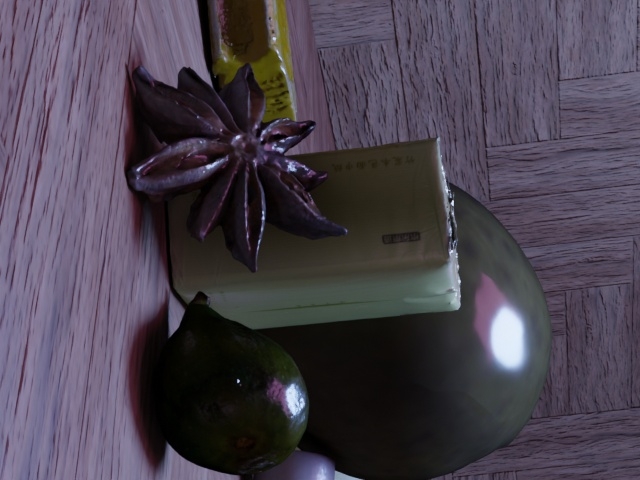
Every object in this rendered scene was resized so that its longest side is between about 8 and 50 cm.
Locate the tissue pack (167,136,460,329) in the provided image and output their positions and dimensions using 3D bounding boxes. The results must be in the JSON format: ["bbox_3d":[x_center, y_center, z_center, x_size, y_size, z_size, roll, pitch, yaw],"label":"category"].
[{"bbox_3d":[0.000,0.000,1.209,0.159,0.234,0.125,67,18,-72],"label":"tissue pack"}]

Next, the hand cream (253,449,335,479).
[{"bbox_3d":[-0.033,0.329,1.363,0.133,0.083,0.248,48,40,-61],"label":"hand cream"}]

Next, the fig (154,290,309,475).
[{"bbox_3d":[-0.077,0.101,1.063,0.177,0.117,0.117,-130,-153,-58],"label":"fig"}]

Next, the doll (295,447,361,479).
[{"bbox_3d":[0.011,0.285,1.767,0.149,0.175,0.278,12,-56,56],"label":"doll"}]

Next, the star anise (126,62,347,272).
[{"bbox_3d":[-0.071,-0.054,1.091,0.065,0.195,0.182,-44,-116,41],"label":"star anise"}]

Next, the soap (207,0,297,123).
[{"bbox_3d":[-0.078,-0.244,1.521,0.160,0.080,0.257,-28,111,-84],"label":"soap"}]

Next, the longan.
[{"bbox_3d":[0.068,0.093,1.480,0.361,0.361,0.361,-7,90,-85],"label":"longan"}]
